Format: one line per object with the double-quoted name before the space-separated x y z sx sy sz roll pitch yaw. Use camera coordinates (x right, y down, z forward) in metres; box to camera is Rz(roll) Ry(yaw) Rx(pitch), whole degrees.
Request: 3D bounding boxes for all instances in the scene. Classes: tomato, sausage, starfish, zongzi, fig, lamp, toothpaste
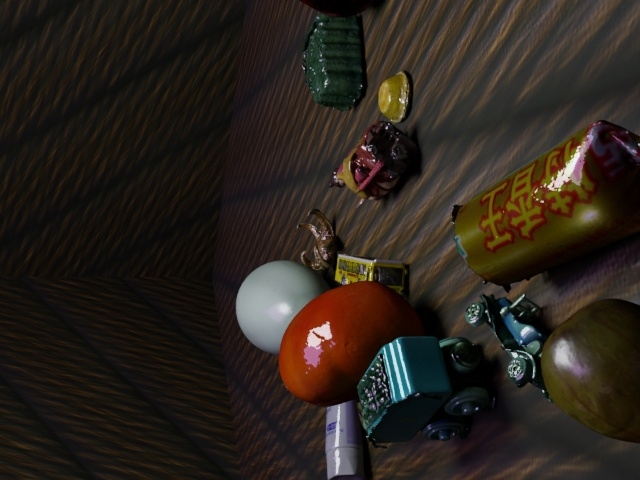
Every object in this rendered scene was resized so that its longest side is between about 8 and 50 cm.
"tomato" 0.049 0.176 1.153 0.260 0.259 0.180 116 137 -55
"sausage" 0.258 -0.035 0.701 0.125 0.117 0.317 65 159 7
"starfish" -0.001 0.000 1.639 0.190 0.074 0.146 166 103 -73
"zongzi" 0.103 0.368 1.342 0.076 0.040 0.083 -142 43 -62
"fig" 0.305 0.157 0.603 0.236 0.124 0.124 49 142 30
"lamp" 0.091 -0.129 1.285 0.253 0.118 0.118 131 137 -64
"toothpaste" 0.049 0.337 1.486 0.125 0.079 0.371 109 165 -53

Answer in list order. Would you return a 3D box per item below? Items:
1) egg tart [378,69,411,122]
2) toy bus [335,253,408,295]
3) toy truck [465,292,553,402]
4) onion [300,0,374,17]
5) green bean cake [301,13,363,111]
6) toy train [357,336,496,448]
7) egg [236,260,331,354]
"egg tart" 0.135 -0.267 1.265 0.105 0.039 0.105 179 90 -74
"toy bus" 0.095 0.068 1.318 0.226 0.081 0.074 -172 89 -77
"toy truck" 0.249 0.118 0.818 0.078 0.080 0.154 -53 29 17
"onion" 0.024 -0.581 1.376 0.221 0.280 0.281 -3 -85 -73
"green bean cake" 0.022 -0.386 1.539 0.193 0.107 0.208 137 131 -66
"toy train" 0.144 0.220 0.985 0.203 0.163 0.112 110 156 -47
"egg" -0.081 0.163 1.628 0.371 0.229 0.230 178 93 -72
